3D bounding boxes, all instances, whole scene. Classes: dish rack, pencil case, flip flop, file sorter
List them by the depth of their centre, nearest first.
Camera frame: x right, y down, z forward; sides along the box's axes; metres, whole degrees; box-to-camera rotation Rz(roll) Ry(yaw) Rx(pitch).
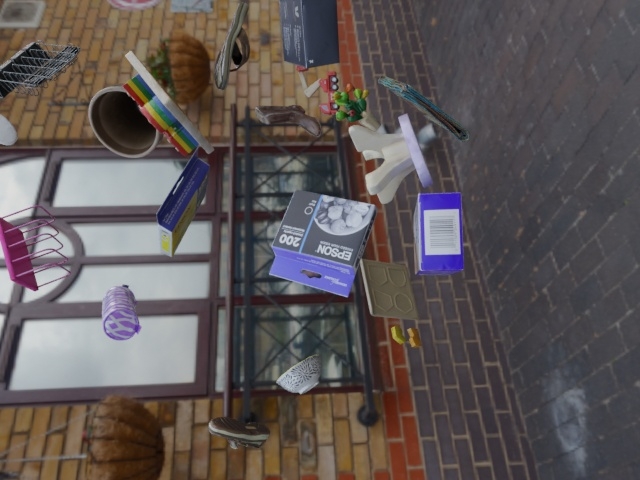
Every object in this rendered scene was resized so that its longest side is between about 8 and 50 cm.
[{"bbox_3d":[-0.497,0.179,1.370,0.086,0.088,0.206,-60,23,3],"label":"pencil case"},{"bbox_3d":[-0.238,-0.555,1.578,0.112,0.080,0.277,-27,46,59],"label":"flip flop"},{"bbox_3d":[-0.818,-0.496,1.601,0.208,0.271,0.074,-59,-33,-28],"label":"dish rack"},{"bbox_3d":[-1.191,0.029,2.305,0.202,0.182,0.290,94,153,-72],"label":"file sorter"}]

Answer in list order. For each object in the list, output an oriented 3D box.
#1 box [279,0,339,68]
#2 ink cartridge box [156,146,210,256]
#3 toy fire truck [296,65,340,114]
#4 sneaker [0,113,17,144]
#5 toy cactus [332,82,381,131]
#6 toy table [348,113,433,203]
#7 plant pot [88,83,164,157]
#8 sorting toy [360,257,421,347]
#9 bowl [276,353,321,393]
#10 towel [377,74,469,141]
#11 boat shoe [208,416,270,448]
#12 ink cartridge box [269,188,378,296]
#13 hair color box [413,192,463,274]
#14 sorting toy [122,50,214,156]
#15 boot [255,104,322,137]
[{"bbox_3d":[-0.028,-0.510,1.335,0.158,0.093,0.156,-135,36,-57],"label":"box"},{"bbox_3d":[-0.489,-0.131,1.979,0.303,0.072,0.307,-67,6,-27],"label":"ink cartridge box"},{"bbox_3d":[-0.008,-0.516,1.848,0.047,0.135,0.192,-49,-43,-75],"label":"toy fire truck"},{"bbox_3d":[-1.011,-0.356,1.666,0.080,0.212,0.094,-60,10,-13],"label":"sneaker"},{"bbox_3d":[0.122,-0.424,1.757,0.112,0.180,0.219,-47,9,29],"label":"toy cactus"},{"bbox_3d":[0.196,-0.225,1.497,0.274,0.161,0.252,-80,-33,-63],"label":"toy table"},{"bbox_3d":[-0.663,-0.461,2.000,0.229,0.263,0.263,-72,-13,-57],"label":"plant pot"},{"bbox_3d":[0.239,0.212,1.863,0.041,0.229,0.307,-41,47,42],"label":"sorting toy"},{"bbox_3d":[-0.057,0.465,1.858,0.080,0.170,0.170,56,164,18],"label":"bowl"},{"bbox_3d":[0.330,-0.440,1.812,0.040,0.271,0.370,-53,18,13],"label":"towel"},{"bbox_3d":[-0.300,0.711,1.992,0.095,0.257,0.095,33,97,55],"label":"boat shoe"},{"bbox_3d":[0.000,0.000,1.224,0.045,0.206,0.208,46,-120,-61],"label":"ink cartridge box"},{"bbox_3d":[0.298,-0.006,1.430,0.339,0.110,0.185,32,-123,-79],"label":"hair color box"},{"bbox_3d":[-0.458,-0.375,1.598,0.257,0.089,0.255,50,178,28],"label":"sorting toy"},{"bbox_3d":[-0.066,-0.240,1.109,0.106,0.114,0.037,46,129,33],"label":"boot"}]
